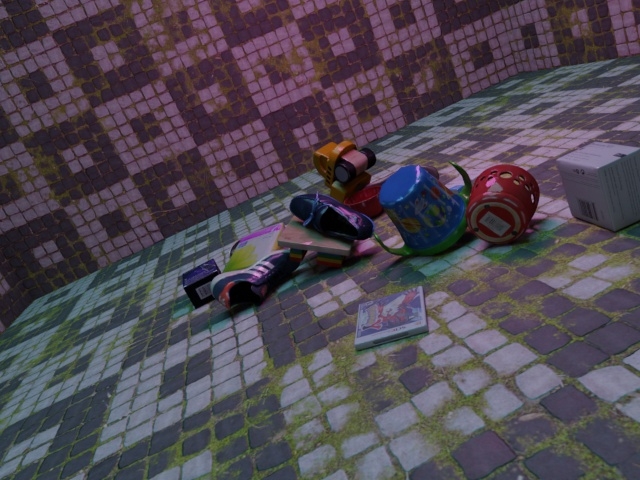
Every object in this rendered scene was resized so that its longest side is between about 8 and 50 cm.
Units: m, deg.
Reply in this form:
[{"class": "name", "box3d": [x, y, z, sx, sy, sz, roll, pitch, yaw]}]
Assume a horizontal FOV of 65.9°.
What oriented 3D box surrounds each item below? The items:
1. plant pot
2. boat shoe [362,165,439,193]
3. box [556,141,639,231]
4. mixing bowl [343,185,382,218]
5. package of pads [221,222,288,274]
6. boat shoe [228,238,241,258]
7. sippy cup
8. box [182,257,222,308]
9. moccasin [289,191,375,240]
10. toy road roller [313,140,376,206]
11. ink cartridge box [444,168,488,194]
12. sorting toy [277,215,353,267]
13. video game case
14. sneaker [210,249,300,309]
[{"class": "plant pot", "box3d": [0.518, -0.099, 1.415, 0.191, 0.191, 0.174, -11, 27, 35]}, {"class": "boat shoe", "box3d": [0.352, -0.262, 2.192, 0.356, 0.132, 0.130, -14, 21, 26]}, {"class": "box", "box3d": [0.731, -0.143, 1.274, 0.119, 0.181, 0.181, -25, 17, 0]}, {"class": "mixing bowl", "box3d": [0.201, -0.152, 2.120, 0.182, 0.098, 0.181, -22, 19, 8]}, {"class": "package of pads", "box3d": [-0.250, 0.061, 2.029, 0.229, 0.101, 0.296, -16, 30, 23]}, {"class": "boat shoe", "box3d": [-0.343, 0.024, 2.338, 0.079, 0.084, 0.233, -9, 20, 41]}, {"class": "sippy cup", "box3d": [0.306, -0.107, 1.531, 0.240, 0.224, 0.305, -5, 50, 53]}, {"class": "box", "box3d": [-0.478, 0.174, 2.040, 0.153, 0.108, 0.207, -28, 18, -10]}, {"class": "moccasin", "box3d": [0.026, -0.092, 1.753, 0.342, 0.137, 0.117, 16, 18, 28]}, {"class": "toy road roller", "box3d": [0.091, -0.304, 2.264, 0.241, 0.329, 0.203, 35, 51, 25]}, {"class": "ink cartridge box", "box3d": [0.555, -0.209, 1.888, 0.181, 0.061, 0.104, -32, 20, -23]}, {"class": "sorting toy", "box3d": [0.000, 0.000, 1.829, 0.257, 0.089, 0.255, 7, 27, 11]}, {"class": "video game case", "box3d": [0.181, 0.195, 1.269, 0.184, 0.023, 0.201, -19, 18, 15]}, {"class": "sneaker", "box3d": [-0.208, 0.151, 1.774, 0.350, 0.131, 0.148, -25, 38, -21]}]
